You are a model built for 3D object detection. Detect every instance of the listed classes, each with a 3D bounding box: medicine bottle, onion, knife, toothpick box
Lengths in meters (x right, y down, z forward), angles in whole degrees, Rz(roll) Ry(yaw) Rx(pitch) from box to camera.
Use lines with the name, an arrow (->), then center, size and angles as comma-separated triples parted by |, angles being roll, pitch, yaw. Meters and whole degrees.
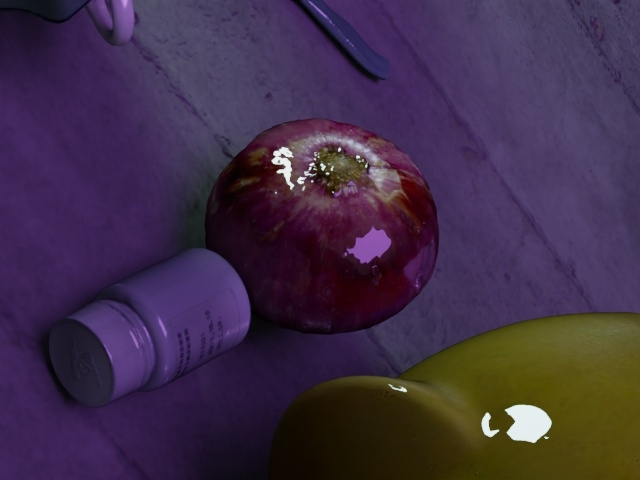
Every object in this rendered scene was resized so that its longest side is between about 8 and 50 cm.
medicine bottle -> -0.118, 0.061, 0.994 | 0.130, 0.080, 0.080 | -26, 97, -44
onion -> 0.001, -0.007, 1.074 | 0.177, 0.177, 0.153 | -4, 122, -45
knife -> -0.010, -0.209, 1.224 | 0.210, 0.015, 0.028 | 43, 59, -26
toothpick box -> 0.182, 0.254, 1.012 | 0.425, 0.409, 0.408 | 6, 74, -44

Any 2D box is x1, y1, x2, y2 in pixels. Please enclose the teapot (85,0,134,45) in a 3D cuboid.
teapot -> -0.174, -0.240, 0.989 | 0.159, 0.116, 0.245 | -17, 71, -36

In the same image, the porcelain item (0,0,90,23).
porcelain item -> -0.194, -0.304, 0.877 | 0.281, 0.157, 0.286 | -43, 84, -14
